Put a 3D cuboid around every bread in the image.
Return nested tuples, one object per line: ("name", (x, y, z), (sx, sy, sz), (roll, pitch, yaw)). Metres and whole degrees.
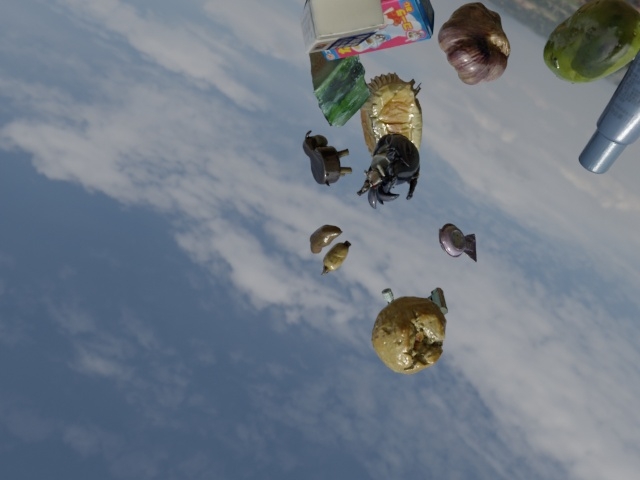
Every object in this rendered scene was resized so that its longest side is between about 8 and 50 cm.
("bread", (0.268, 0.268, 1.695), (0.244, 0.244, 0.134), (15, 179, -33))
("bread", (0.272, -0.456, 2.303), (0.236, 0.388, 0.183), (-4, -145, 0))

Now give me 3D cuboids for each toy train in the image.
("toy train", (0.390, 0.216, 2.003), (0.038, 0.071, 0.148), (45, -160, -15))

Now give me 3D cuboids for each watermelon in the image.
("watermelon", (0.058, -0.515, 1.780), (0.264, 0.151, 0.302), (40, -143, -67))

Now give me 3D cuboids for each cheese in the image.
("cheese", (0.414, 0.005, 1.793), (0.191, 0.042, 0.105), (14, -109, -42))

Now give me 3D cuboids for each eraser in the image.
("eraser", (0.034, -0.424, 1.154), (0.124, 0.081, 0.279), (-11, -167, -4))

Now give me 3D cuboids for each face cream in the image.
("face cream", (0.644, -0.295, 1.183), (0.086, 0.385, 0.135), (-28, -119, -35))

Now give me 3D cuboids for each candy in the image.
("candy", (0.123, -0.575, 1.528), (0.157, 0.306, 0.100), (44, -132, -53))

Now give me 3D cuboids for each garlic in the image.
("garlic", (0.448, -0.561, 1.676), (0.245, 0.160, 0.245), (7, -103, -34))

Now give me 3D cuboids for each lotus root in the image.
("lotus root", (0.048, 0.060, 2.065), (0.063, 0.152, 0.072), (37, 179, -40))

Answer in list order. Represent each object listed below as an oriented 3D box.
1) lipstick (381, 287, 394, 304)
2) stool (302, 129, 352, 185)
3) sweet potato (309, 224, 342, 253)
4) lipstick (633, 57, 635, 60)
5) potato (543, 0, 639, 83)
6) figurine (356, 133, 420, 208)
("lipstick", (0.249, 0.222, 2.061), (0.116, 0.037, 0.037), (65, -161, -17))
("stool", (0.019, -0.273, 1.964), (0.121, 0.125, 0.217), (-15, -117, -20))
("sweet potato", (-0.002, -0.001, 1.567), (0.053, 0.182, 0.054), (42, -115, -3))
("lipstick", (0.987, -0.671, 1.913), (0.290, 0.077, 0.076), (29, 163, -23))
("potato", (0.650, -0.472, 1.418), (0.148, 0.186, 0.253), (18, -179, -28))
("figurine", (0.226, -0.225, 1.946), (0.175, 0.265, 0.197), (3, 157, 46))
